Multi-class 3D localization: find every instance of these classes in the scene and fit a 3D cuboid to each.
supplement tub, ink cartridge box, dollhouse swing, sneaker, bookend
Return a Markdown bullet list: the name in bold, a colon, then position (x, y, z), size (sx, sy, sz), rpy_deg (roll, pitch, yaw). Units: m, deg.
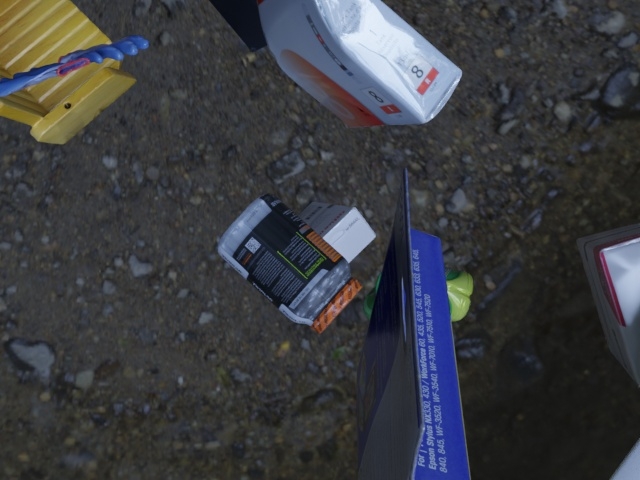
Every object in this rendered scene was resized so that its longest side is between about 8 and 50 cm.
- **supplement tub**: position (-0.041, 0.035, 1.141), size (0.190, 0.117, 0.117), rpy_deg (43, 104, 6)
- **ink cartridge box**: position (0.000, 0.000, 1.709), size (0.148, 0.203, 0.086), rpy_deg (-44, 112, -14)
- **ink cartridge box**: position (0.085, 0.145, 0.759), size (0.072, 0.303, 0.307), rpy_deg (8, 132, -4)
- **ink cartridge box**: position (-0.016, -0.137, 0.497), size (0.179, 0.145, 0.045), rpy_deg (34, 87, -16)
- **dollhouse swing**: position (-0.625, -0.418, 1.690), size (0.315, 0.305, 0.347), rpy_deg (-44, 83, -11)
- **ink cartridge box**: position (0.404, 0.072, 1.021), size (0.100, 0.237, 0.172), rpy_deg (-17, 90, 12)
- **sneaker**: position (0.140, 0.081, 1.357), size (0.123, 0.295, 0.109), rpy_deg (22, 72, -17)
- **bookend**: position (-0.123, -0.434, 1.378), size (0.072, 0.156, 0.157), rpy_deg (-18, 136, 27)

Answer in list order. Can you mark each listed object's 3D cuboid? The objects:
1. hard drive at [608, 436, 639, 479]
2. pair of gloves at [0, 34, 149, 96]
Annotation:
- **hard drive**: position (0.423, 0.157, 0.805), size (0.233, 0.047, 0.353), rpy_deg (15, 111, -40)
- **pair of gloves**: position (-0.324, -0.225, 1.050), size (0.198, 0.159, 0.023), rpy_deg (-39, 120, -43)
